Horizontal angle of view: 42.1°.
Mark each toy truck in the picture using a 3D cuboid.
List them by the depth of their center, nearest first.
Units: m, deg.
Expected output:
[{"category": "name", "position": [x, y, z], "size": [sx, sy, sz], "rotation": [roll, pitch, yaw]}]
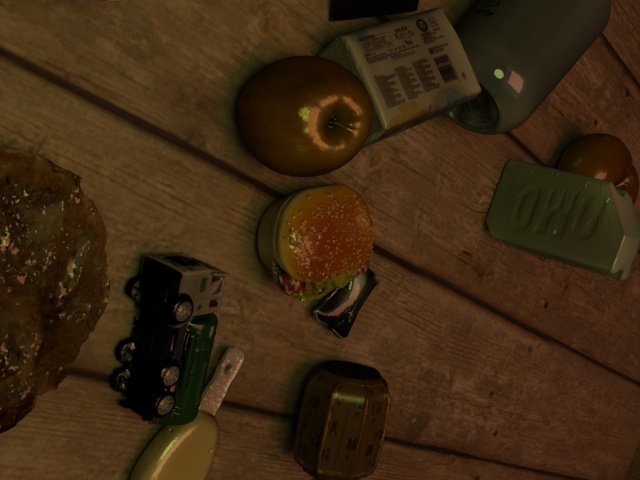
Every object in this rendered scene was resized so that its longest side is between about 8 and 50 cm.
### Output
[{"category": "toy truck", "position": [-0.201, 0.140, 1.138], "size": [0.125, 0.101, 0.242], "rotation": [-2, 109, -51]}]

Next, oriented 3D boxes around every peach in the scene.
[{"category": "peach", "position": [0.615, -0.114, 1.875], "size": [0.251, 0.153, 0.251], "rotation": [-12, 106, -46]}]

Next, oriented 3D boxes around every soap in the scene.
[{"category": "soap", "position": [0.488, -0.046, 1.657], "size": [0.095, 0.289, 0.172], "rotation": [20, 90, -51]}]

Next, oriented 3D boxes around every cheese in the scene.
[{"category": "cheese", "position": [-0.182, 0.278, 1.244], "size": [0.127, 0.050, 0.255], "rotation": [42, 74, -46]}]

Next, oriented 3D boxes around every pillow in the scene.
[{"category": "pillow", "position": [0.045, 0.095, 1.417], "size": [0.091, 0.055, 0.135], "rotation": [34, 74, -15]}]

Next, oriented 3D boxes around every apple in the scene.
[{"category": "apple", "position": [-0.018, -0.173, 1.163], "size": [0.182, 0.155, 0.182], "rotation": [-18, 120, -34]}]

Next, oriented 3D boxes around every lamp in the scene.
[{"category": "lamp", "position": [0.036, 0.305, 1.412], "size": [0.161, 0.161, 0.185], "rotation": [3, 99, -47]}]

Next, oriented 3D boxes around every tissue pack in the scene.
[{"category": "tissue pack", "position": [0.109, -0.249, 1.310], "size": [0.229, 0.145, 0.159], "rotation": [-27, 91, -37]}]

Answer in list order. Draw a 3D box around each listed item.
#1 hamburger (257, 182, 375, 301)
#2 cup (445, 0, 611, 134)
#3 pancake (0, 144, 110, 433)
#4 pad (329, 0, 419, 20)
[{"category": "hamburger", "position": [0.000, 0.000, 1.285], "size": [0.210, 0.116, 0.173], "rotation": [-13, 111, -44]}, {"category": "cup", "position": [0.342, -0.341, 1.452], "size": [0.312, 0.205, 0.205], "rotation": [-49, 134, -22]}, {"category": "pancake", "position": [-0.365, 0.061, 0.921], "size": [0.356, 0.065, 0.356], "rotation": [-38, 138, -44]}, {"category": "pad", "position": [0.101, -0.487, 1.249], "size": [0.202, 0.005, 0.299], "rotation": [-19, 127, -38]}]
